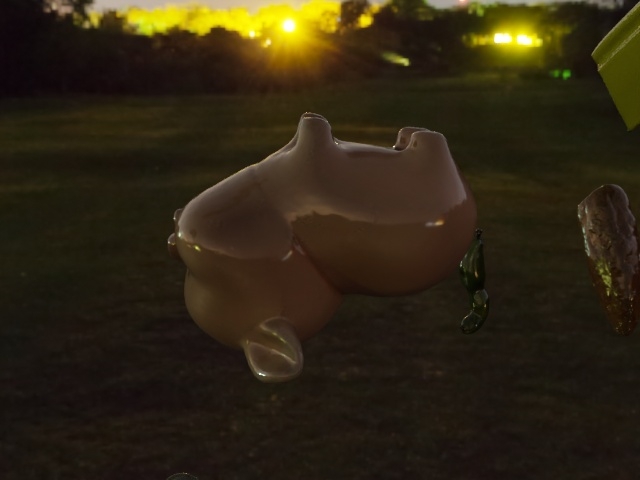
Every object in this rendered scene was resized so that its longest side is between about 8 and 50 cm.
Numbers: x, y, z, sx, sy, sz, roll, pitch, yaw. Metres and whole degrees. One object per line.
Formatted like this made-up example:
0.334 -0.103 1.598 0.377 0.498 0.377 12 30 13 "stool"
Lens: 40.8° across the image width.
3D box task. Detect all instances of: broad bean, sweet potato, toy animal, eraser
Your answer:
0.307 0.082 1.728 0.070 0.213 0.048 4 -4 -33 "broad bean"
0.484 0.033 1.421 0.097 0.251 0.097 -5 -13 -1 "sweet potato"
0.000 0.000 0.922 0.326 0.269 0.237 4 7 2 "toy animal"
0.520 -0.283 1.328 0.069 0.158 0.226 -18 -11 -13 "eraser"

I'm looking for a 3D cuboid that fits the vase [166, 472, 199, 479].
-0.181 0.332 1.057 0.053 0.100 0.053 16 42 -15 "vase"
